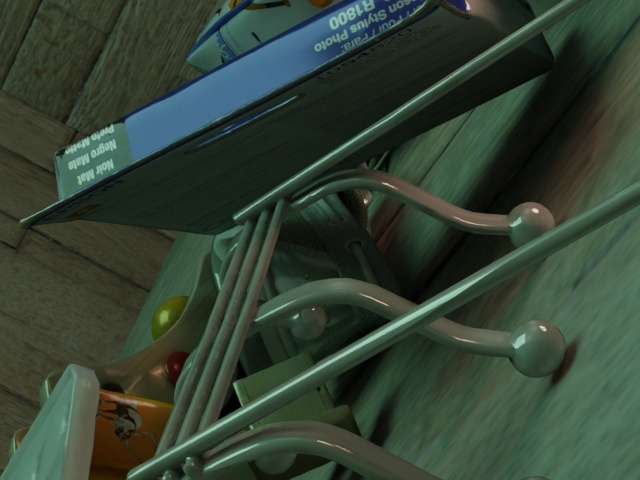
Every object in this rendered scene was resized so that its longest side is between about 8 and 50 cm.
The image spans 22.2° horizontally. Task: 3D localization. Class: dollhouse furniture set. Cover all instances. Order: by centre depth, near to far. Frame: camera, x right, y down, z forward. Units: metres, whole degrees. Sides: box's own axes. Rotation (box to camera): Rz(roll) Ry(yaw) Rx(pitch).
[{"bbox_3d":[-0.038,0.167,0.856,0.182,0.161,0.101,69,177,-56],"label":"dollhouse furniture set"}]

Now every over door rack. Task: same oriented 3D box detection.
[{"bbox_3d":[0.077,-0.017,0.568,0.324,0.108,0.239,-43,13,21],"label":"over door rack"}]

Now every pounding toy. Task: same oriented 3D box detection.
[{"bbox_3d":[-0.121,0.143,1.067,0.155,0.154,0.269,-55,9,40],"label":"pounding toy"}]

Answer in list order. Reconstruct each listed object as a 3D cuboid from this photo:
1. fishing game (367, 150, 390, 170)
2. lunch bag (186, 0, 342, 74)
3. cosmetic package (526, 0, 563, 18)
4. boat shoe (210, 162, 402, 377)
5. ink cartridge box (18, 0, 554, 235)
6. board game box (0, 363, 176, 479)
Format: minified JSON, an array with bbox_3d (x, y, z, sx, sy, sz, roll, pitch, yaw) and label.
[{"bbox_3d":[0.094,-0.168,1.203,0.264,0.041,0.189,-59,5,23],"label":"fishing game"},{"bbox_3d":[0.032,-0.233,1.259,0.303,0.115,0.243,-55,12,-25],"label":"lunch bag"},{"bbox_3d":[0.084,-0.250,0.840,0.138,0.224,0.224,-64,8,-18],"label":"cosmetic package"},{"bbox_3d":[-0.001,-0.002,1.030,0.103,0.118,0.320,-17,13,7],"label":"boat shoe"},{"bbox_3d":[-0.013,-0.068,0.796,0.223,0.045,0.224,-26,-9,17],"label":"ink cartridge box"},{"bbox_3d":[-0.150,0.305,0.656,0.390,0.050,0.390,127,151,-50],"label":"board game box"}]
